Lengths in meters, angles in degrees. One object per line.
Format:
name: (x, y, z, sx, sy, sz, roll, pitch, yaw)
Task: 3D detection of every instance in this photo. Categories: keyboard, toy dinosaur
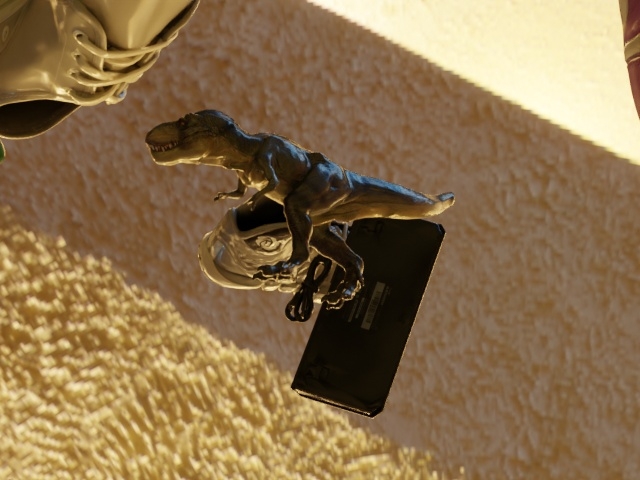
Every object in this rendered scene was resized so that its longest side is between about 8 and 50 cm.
keyboard: (0.029, 0.053, 1.130, 0.108, 0.023, 0.180, 17, -111, 11)
toy dinosaur: (-0.003, -0.017, 1.001, 0.268, 0.064, 0.118, 16, -110, -30)

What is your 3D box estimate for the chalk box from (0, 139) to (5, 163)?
chalk box: (-0.342, -0.020, 0.853, 0.289, 0.180, 0.179, -37, -150, -30)

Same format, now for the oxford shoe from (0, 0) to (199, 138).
oxford shoe: (-0.191, -0.194, 1.196, 0.169, 0.449, 0.130, -9, -97, -40)

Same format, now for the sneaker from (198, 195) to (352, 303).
sneaker: (0.000, 0.000, 1.360, 0.229, 0.132, 0.086, 2, -122, -22)

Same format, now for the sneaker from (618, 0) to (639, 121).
sneaker: (0.260, -0.155, 0.686, 0.102, 0.282, 0.161, 0, -108, -39)

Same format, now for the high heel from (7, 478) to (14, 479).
high heel: (-0.234, 0.304, 0.978, 0.117, 0.082, 0.244, -24, -90, -3)
